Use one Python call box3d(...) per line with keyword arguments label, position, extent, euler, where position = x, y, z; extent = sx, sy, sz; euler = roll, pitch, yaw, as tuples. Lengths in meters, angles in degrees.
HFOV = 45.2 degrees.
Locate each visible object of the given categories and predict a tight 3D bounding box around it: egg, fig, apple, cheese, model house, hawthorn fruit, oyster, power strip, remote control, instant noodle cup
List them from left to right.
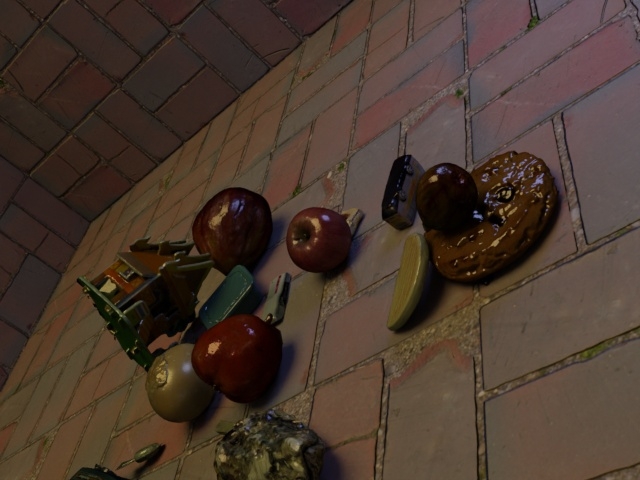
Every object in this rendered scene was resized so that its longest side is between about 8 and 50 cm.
box3d(label="cheese", position=(-0.426, 0.510, 1.819), extent=(0.120, 0.026, 0.067), euler=(-29, -2, 1))
box3d(label="model house", position=(-0.394, 0.167, 2.004), extent=(0.312, 0.358, 0.242), euler=(-38, 48, -22))
box3d(label="egg", position=(-0.322, 0.327, 1.785), extent=(0.164, 0.164, 0.201), euler=(-35, 24, 28))
box3d(label="power strip", position=(-0.198, 0.401, 1.645), extent=(0.083, 0.017, 0.027), euler=(-12, 45, 54))
box3d(label="instant noodle cup", position=(-0.224, 0.162, 1.969), extent=(0.179, 0.070, 0.157), euler=(-49, 26, -2))
box3d(label="fig", position=(-0.240, -0.031, 2.113), extent=(0.224, 0.224, 0.263), euler=(-32, 22, 32))
box3d(label="hawthorn fruit", position=(-0.165, 0.237, 1.639), extent=(0.202, 0.185, 0.185), euler=(-49, 24, -10))
box3d(label="oyster", position=(-0.088, 0.380, 1.361), extent=(0.351, 0.158, 0.162), euler=(149, 118, -61))
box3d(label="remote control", position=(-0.110, 0.143, 1.856), extent=(0.065, 0.029, 0.166), euler=(-35, 28, 30))
box3d(label="apple", position=(0.000, 0.000, 1.752), extent=(0.153, 0.120, 0.154), euler=(-12, 72, 40))
box3d(label="fig", position=(0.213, -0.067, 1.370), extent=(0.103, 0.109, 0.155), euler=(-25, -18, -36))

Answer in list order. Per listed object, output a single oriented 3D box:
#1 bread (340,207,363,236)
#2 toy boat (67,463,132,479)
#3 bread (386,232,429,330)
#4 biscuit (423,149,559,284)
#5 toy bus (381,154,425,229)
box3d(label="bread", position=(0.063, -0.039, 1.825), extent=(0.070, 0.035, 0.083), euler=(-8, 44, 53))
box3d(label="toy boat", position=(-0.482, 0.585, 1.736), extent=(0.296, 0.114, 0.122), euler=(-10, 38, 55))
box3d(label="bread", position=(0.173, 0.068, 1.414), extent=(0.112, 0.036, 0.193), euler=(133, 152, -69))
box3d(label="biscuit", position=(0.299, -0.050, 1.401), extent=(0.296, 0.075, 0.296), euler=(-38, 26, 23))
box3d(label="toy bus", position=(0.181, -0.106, 1.681), extent=(0.057, 0.072, 0.172), euler=(-25, 35, 44))
